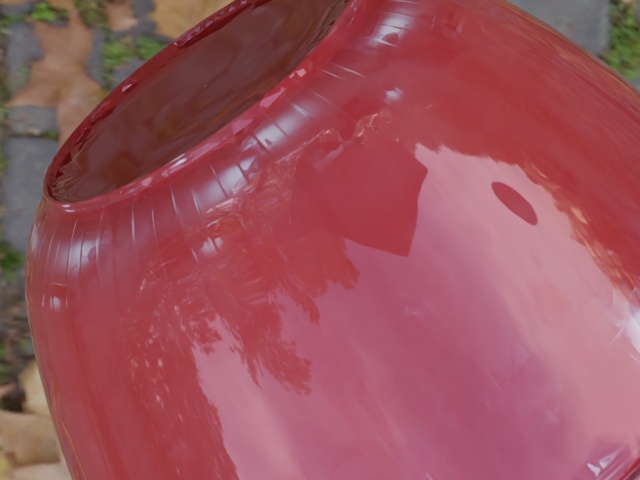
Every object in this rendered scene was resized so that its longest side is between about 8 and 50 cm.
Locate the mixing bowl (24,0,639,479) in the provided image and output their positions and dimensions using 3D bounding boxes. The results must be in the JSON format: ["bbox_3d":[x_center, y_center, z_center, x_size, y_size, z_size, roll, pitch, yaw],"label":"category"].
[{"bbox_3d":[0.000,0.000,0.394,0.181,0.181,0.098,-29,114,18],"label":"mixing bowl"}]
